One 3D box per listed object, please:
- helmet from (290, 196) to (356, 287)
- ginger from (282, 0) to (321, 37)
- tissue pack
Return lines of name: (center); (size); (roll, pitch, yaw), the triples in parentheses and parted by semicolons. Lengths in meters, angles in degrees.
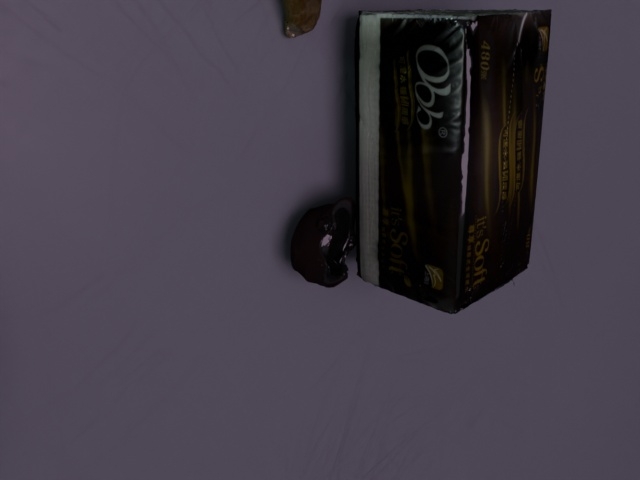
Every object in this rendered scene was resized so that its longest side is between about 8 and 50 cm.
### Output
helmet: (0.000, 0.000, 0.961); (0.098, 0.070, 0.123); (31, 67, -64)
ginger: (-0.079, -0.347, 0.790); (0.294, 0.086, 0.131); (50, 55, -39)
tissue pack: (0.161, -0.111, 0.945); (0.210, 0.198, 0.369); (-23, 119, -46)
